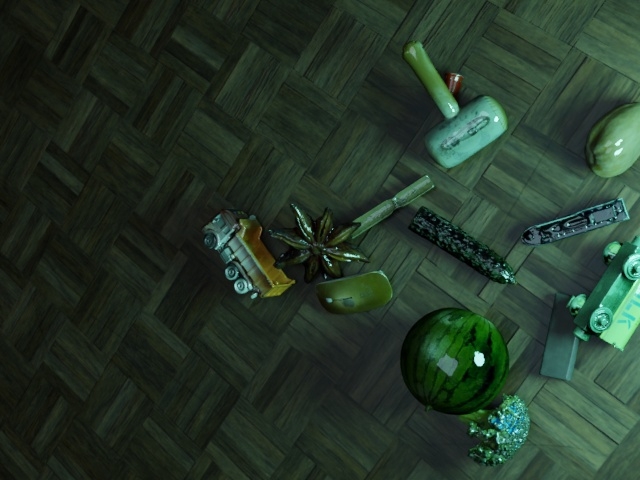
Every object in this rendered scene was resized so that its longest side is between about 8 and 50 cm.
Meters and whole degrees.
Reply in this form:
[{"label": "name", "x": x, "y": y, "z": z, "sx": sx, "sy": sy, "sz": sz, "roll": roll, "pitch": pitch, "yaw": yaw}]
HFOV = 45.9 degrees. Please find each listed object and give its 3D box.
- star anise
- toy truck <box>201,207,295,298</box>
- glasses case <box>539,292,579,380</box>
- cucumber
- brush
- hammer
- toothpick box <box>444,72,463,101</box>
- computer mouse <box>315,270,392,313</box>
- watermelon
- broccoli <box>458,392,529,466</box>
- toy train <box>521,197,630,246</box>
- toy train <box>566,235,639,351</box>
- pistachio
[{"label": "star anise", "x": 0.000, "y": 0.000, "z": 1.909, "sx": 0.272, "sy": 0.102, "sz": 0.271, "roll": 5, "pitch": 124, "yaw": 7}, {"label": "toy truck", "x": -0.196, "y": 0.037, "z": 2.002, "sx": 0.135, "sy": 0.114, "sz": 0.270, "roll": -43, "pitch": 72, "yaw": 19}, {"label": "glasses case", "x": 0.548, "y": 0.217, "z": 1.702, "sx": 0.072, "sy": 0.042, "sz": 0.190, "roll": 12, "pitch": 92, "yaw": 28}, {"label": "cucumber", "x": 0.340, "y": 0.017, "z": 1.792, "sx": 0.300, "sy": 0.072, "sz": 0.072, "roll": 35, "pitch": 101, "yaw": 19}, {"label": "brush", "x": 0.172, "y": -0.085, "z": 1.890, "sx": 0.248, "sy": 0.036, "sz": 0.043, "roll": -34, "pitch": 86, "yaw": 14}, {"label": "hammer", "x": 0.283, "y": -0.332, "z": 1.764, "sx": 0.202, "sy": 0.113, "sz": 0.305, "roll": -35, "pitch": 103, "yaw": 15}, {"label": "toothpick box", "x": 0.316, "y": -0.362, "z": 1.839, "sx": 0.047, "sy": 0.047, "sz": 0.083, "roll": 14, "pitch": 93, "yaw": 24}, {"label": "computer mouse", "x": 0.080, "y": 0.131, "z": 1.894, "sx": 0.199, "sy": 0.045, "sz": 0.102, "roll": -13, "pitch": 114, "yaw": 22}, {"label": "watermelon", "x": 0.300, "y": 0.272, "z": 1.703, "sx": 0.242, "sy": 0.242, "sz": 0.242, "roll": -2, "pitch": 86, "yaw": 24}, {"label": "broccoli", "x": 0.392, "y": 0.420, "z": 1.712, "sx": 0.160, "sy": 0.155, "sz": 0.167, "roll": 23, "pitch": 97, "yaw": 44}, {"label": "toy train", "x": 0.571, "y": -0.035, "z": 1.704, "sx": 0.234, "sy": 0.051, "sz": 0.052, "roll": -20, "pitch": 79, "yaw": 25}, {"label": "toy train", "x": 0.651, "y": 0.120, "z": 1.622, "sx": 0.157, "sy": 0.105, "sz": 0.253, "roll": 28, "pitch": 97, "yaw": -20}, {"label": "pistachio", "x": 0.653, "y": -0.225, "z": 1.653, "sx": 0.126, "sy": 0.108, "sz": 0.185, "roll": 33, "pitch": 93, "yaw": -5}]
